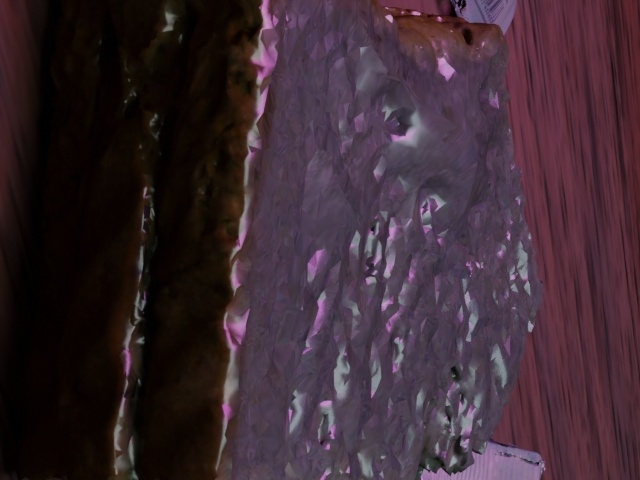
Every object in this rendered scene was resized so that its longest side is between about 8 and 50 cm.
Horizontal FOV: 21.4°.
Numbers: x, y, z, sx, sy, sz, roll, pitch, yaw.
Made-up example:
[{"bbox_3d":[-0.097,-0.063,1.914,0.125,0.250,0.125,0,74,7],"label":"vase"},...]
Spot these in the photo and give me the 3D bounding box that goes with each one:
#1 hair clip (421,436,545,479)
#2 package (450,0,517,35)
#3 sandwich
[{"bbox_3d":[0.073,0.131,1.056,0.218,0.071,0.159,21,72,-62],"label":"hair clip"},{"bbox_3d":[0.112,-0.224,1.090,0.173,0.027,0.171,-59,137,-33],"label":"package"},{"bbox_3d":[0.000,-0.001,0.863,0.325,0.131,0.262,8,88,-58],"label":"sandwich"}]
